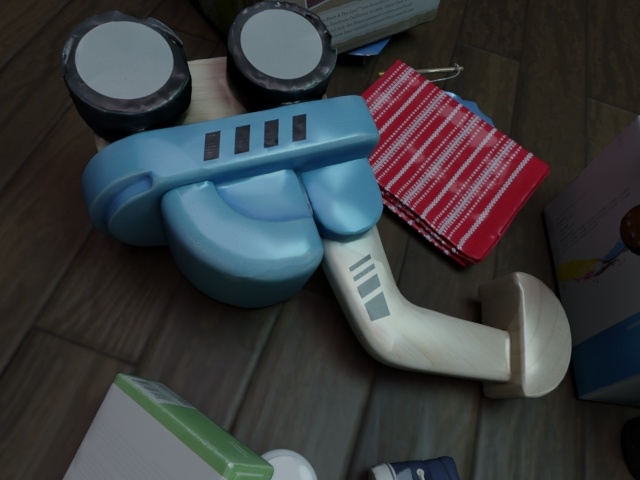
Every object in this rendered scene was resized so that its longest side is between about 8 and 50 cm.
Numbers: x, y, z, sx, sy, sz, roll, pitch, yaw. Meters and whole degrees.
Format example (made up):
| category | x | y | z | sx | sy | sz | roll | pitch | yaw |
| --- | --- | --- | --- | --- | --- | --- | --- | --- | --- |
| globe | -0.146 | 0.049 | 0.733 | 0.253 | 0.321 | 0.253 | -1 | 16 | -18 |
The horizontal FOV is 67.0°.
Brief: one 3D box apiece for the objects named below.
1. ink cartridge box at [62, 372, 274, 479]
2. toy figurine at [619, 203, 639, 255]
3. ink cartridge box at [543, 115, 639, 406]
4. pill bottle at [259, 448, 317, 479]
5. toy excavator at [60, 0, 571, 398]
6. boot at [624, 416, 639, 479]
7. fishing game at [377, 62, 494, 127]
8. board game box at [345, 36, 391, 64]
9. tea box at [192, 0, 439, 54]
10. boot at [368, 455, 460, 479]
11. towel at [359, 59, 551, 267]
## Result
| category | x | y | z | sx | sy | sz | roll | pitch | yaw |
| --- | --- | --- | --- | --- | --- | --- | --- | --- | --- |
| ink cartridge box | -0.155 | 0.243 | 0.367 | 0.171 | 0.056 | 0.235 | 15 | 75 | 41 |
| toy figurine | 0.374 | -0.026 | 0.387 | 0.213 | 0.148 | 0.209 | 39 | 68 | 11 |
| ink cartridge box | 0.415 | 0.035 | 0.551 | 0.198 | 0.197 | 0.270 | 8 | 59 | -5 |
| pill bottle | -0.036 | 0.215 | 0.414 | 0.065 | 0.116 | 0.065 | 4 | 60 | -7 |
| toy excavator | 0.000 | 0.000 | 0.521 | 0.433 | 0.222 | 0.445 | -15 | 78 | -18 |
| boot | 0.503 | 0.220 | 0.445 | 0.338 | 0.222 | 0.118 | 10 | 58 | -4 |
| fishing game | 0.162 | -0.142 | 0.704 | 0.189 | 0.041 | 0.264 | -10 | 68 | -7 |
| board game box | 0.055 | -0.348 | 0.809 | 0.133 | 0.033 | 0.168 | 25 | 56 | 12 |
| tea box | -0.025 | -0.462 | 0.727 | 0.329 | 0.220 | 0.323 | -27 | 59 | -21 |
| boot | 0.104 | 0.290 | 0.422 | 0.086 | 0.069 | 0.190 | -5 | 59 | -10 |
| towel | 0.152 | -0.115 | 0.656 | 0.275 | 0.031 | 0.199 | 40 | 72 | 12 |
